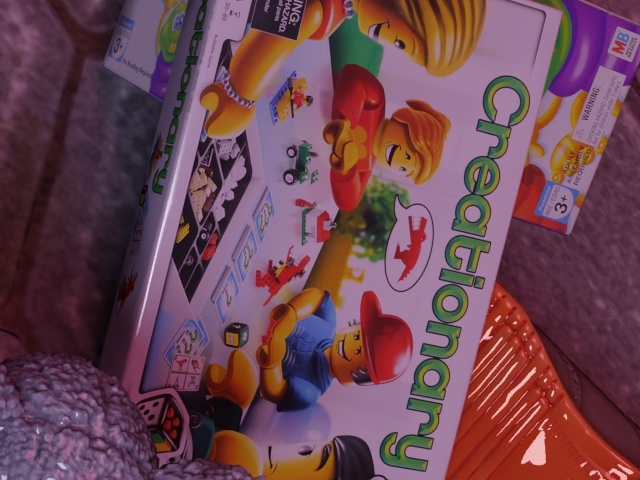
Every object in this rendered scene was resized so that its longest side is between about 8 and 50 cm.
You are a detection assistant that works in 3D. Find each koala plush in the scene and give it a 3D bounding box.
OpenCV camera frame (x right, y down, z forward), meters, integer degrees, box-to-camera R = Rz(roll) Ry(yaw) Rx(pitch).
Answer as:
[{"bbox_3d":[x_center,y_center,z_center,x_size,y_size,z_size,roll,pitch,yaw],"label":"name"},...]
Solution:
[{"bbox_3d":[-0.140,0.116,0.666,0.196,0.221,0.203,31,47,-15],"label":"koala plush"}]

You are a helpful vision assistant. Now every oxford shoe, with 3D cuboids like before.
[{"bbox_3d":[0.115,0.119,0.952,0.363,0.130,0.133,48,12,10],"label":"oxford shoe"}]

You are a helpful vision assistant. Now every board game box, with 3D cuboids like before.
[{"bbox_3d":[0.000,0.000,0.838,0.193,0.053,0.305,13,92,-23],"label":"board game box"},{"bbox_3d":[0.035,-0.117,0.963,0.275,0.142,0.144,16,9,-31],"label":"board game box"}]
